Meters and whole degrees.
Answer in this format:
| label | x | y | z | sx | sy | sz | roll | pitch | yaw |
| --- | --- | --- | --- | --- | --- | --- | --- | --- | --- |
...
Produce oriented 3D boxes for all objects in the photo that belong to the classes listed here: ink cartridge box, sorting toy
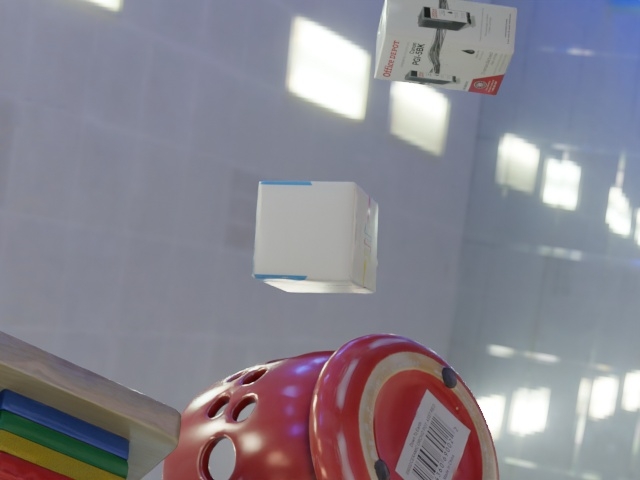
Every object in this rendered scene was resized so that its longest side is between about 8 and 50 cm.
| label | x | y | z | sx | sy | sz | roll | pitch | yaw |
| --- | --- | --- | --- | --- | --- | --- | --- | --- | --- |
| ink cartridge box | 0.000 | 0.000 | 1.268 | 0.143 | 0.092 | 0.089 | 32 | -120 | -77 |
| sorting toy | -0.264 | 0.159 | 0.851 | 0.257 | 0.255 | 0.089 | 28 | -142 | -27 |
| ink cartridge box | 0.128 | -0.205 | 1.421 | 0.099 | 0.135 | 0.056 | 101 | 177 | -68 |

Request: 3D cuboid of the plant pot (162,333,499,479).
| label | x | y | z | sx | sy | sz | roll | pitch | yaw |
| --- | --- | --- | --- | --- | --- | --- | --- | --- | --- |
| plant pot | 0.012 | 0.162 | 0.947 | 0.191 | 0.174 | 0.191 | 23 | -127 | -34 |
